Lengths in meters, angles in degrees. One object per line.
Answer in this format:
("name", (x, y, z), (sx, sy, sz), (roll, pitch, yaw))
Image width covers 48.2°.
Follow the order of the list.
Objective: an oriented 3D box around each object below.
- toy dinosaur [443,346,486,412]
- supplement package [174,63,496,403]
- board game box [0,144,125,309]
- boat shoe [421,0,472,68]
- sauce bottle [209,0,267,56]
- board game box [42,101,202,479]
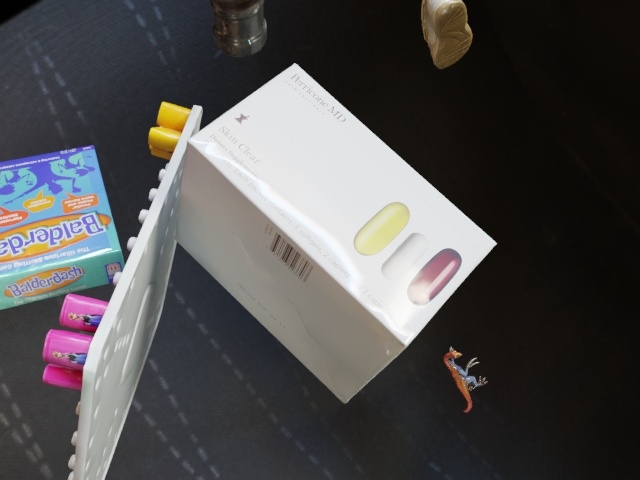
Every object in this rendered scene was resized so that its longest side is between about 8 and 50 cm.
("toy dinosaur", (0.212, 0.201, 1.071), (0.082, 0.090, 0.047), (30, 148, -33))
("supplement package", (0.000, 0.000, 0.719), (0.262, 0.145, 0.204), (43, 151, 8))
("board game box", (-0.317, -0.021, 0.806), (0.210, 0.160, 0.047), (-121, 23, -43))
("boat shoe", (0.173, -0.304, 1.007), (0.063, 0.170, 0.059), (-29, 72, 1))
("sauce bottle", (-0.101, -0.344, 0.787), (0.111, 0.111, 0.344), (37, 156, 15))
("board game box", (-0.228, 0.096, 0.813), (0.050, 0.390, 0.390), (16, 131, -7))
